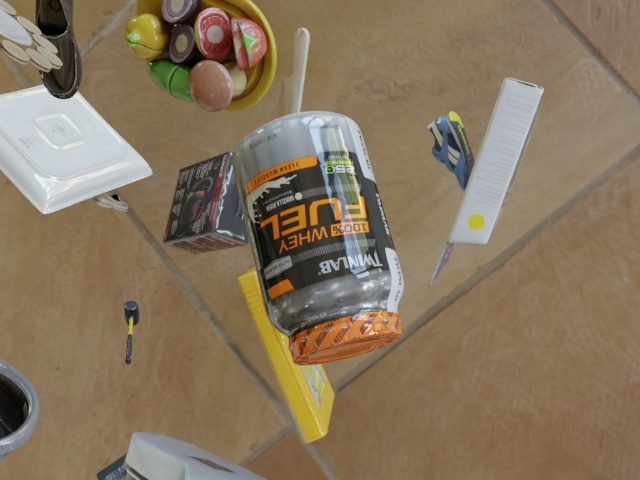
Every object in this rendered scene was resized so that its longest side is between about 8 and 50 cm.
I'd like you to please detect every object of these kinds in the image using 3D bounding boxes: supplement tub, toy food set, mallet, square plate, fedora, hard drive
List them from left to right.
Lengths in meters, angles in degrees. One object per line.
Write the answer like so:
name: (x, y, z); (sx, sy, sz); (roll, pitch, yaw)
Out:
fedora: (-0.751, 0.383, 1.694); (0.275, 0.244, 0.124); (32, 124, 10)
square plate: (-0.610, -0.239, 1.800); (0.347, 0.344, 0.049); (45, 126, 10)
hard drive: (-0.412, 0.508, 1.674); (0.135, 0.022, 0.094); (-35, 57, 6)
mallet: (-0.470, 0.223, 1.915); (0.039, 0.189, 0.062); (-2, 121, -9)
toy food set: (-0.120, -0.190, 0.790); (0.218, 0.071, 0.128); (27, 122, 17)
supplement tub: (0.000, 0.000, 0.645); (0.117, 0.117, 0.190); (-20, 72, 15)

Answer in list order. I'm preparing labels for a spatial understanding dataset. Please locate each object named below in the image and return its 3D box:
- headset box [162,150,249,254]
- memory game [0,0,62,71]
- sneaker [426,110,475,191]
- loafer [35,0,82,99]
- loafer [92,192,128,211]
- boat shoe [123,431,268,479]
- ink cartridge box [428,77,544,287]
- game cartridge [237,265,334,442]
headset box: (-0.266, -0.092, 1.973); (0.293, 0.110, 0.218); (-11, 64, 51)
memory game: (-0.398, -0.268, 0.947); (0.186, 0.186, 0.012); (44, 103, 10)
sneaker: (0.231, -0.151, 1.358); (0.059, 0.053, 0.144); (-15, 99, 28)
loafer: (-0.483, -0.361, 1.398); (0.080, 0.078, 0.220); (-2, 111, -4)
loafer: (-0.506, -0.098, 1.899); (0.045, 0.125, 0.039); (24, 94, 20)
boat shoe: (-0.093, 0.227, 0.591); (0.306, 0.113, 0.104); (0, 72, 56)
ink cartridge box: (0.260, -0.081, 1.191); (0.072, 0.303, 0.307); (19, 100, 11)
game cartridge: (-0.059, 0.197, 1.506); (0.053, 0.285, 0.323); (-20, 93, 5)
